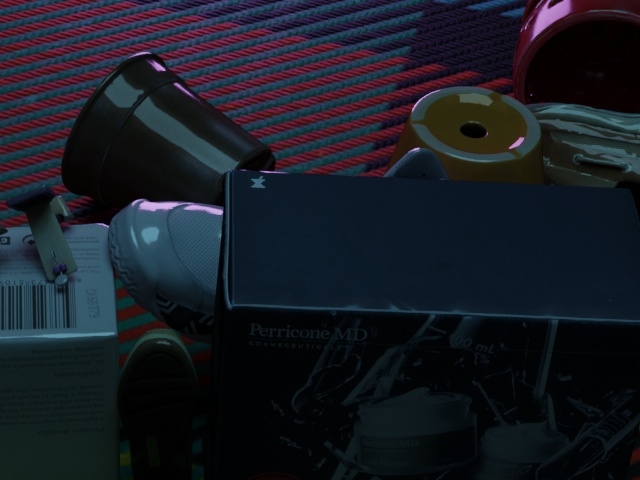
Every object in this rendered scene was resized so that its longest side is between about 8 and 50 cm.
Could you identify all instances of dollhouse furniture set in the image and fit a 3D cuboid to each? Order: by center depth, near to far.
[{"bbox_3d":[-0.262,0.016,1.674,0.114,0.091,0.081,-22,84,2],"label":"dollhouse furniture set"}]

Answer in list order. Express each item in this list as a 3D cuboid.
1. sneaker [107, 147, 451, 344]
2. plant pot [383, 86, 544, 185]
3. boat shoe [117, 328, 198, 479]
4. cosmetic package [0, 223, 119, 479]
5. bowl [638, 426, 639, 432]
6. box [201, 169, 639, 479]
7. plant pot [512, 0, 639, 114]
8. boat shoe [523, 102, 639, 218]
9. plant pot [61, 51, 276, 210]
[{"bbox_3d":[0.000,0.000,1.759,0.366,0.210,0.137,17,46,-40],"label":"sneaker"},{"bbox_3d":[0.141,-0.041,1.958,0.205,0.188,0.205,4,38,-3],"label":"plant pot"},{"bbox_3d":[-0.136,0.138,1.688,0.068,0.190,0.072,7,40,1],"label":"boat shoe"},{"bbox_3d":[-0.252,0.103,1.722,0.151,0.183,0.151,-1,39,-8],"label":"cosmetic package"},{"bbox_3d":[0.436,0.101,1.867,0.298,0.134,0.298,5,38,-4],"label":"bowl"},{"bbox_3d":[0.079,0.121,1.643,0.343,0.312,0.179,2,38,-5],"label":"box"},{"bbox_3d":[0.309,-0.210,2.197,0.191,0.191,0.174,7,36,1],"label":"plant pot"},{"bbox_3d":[0.281,-0.069,2.070,0.324,0.123,0.116,0,67,12],"label":"boat shoe"},{"bbox_3d":[-0.145,-0.080,1.999,0.165,0.167,0.167,31,44,18],"label":"plant pot"}]
